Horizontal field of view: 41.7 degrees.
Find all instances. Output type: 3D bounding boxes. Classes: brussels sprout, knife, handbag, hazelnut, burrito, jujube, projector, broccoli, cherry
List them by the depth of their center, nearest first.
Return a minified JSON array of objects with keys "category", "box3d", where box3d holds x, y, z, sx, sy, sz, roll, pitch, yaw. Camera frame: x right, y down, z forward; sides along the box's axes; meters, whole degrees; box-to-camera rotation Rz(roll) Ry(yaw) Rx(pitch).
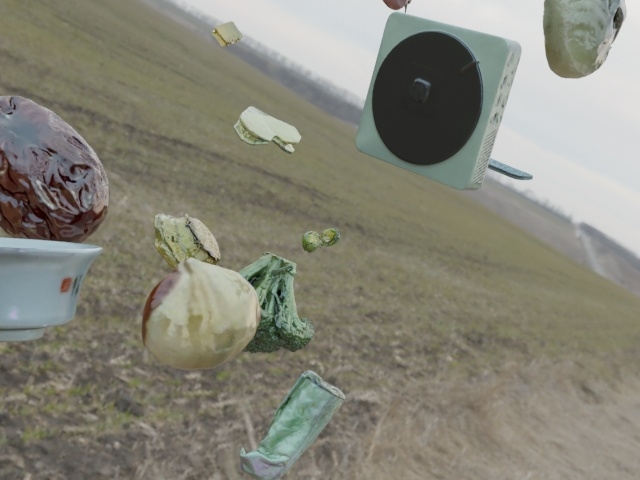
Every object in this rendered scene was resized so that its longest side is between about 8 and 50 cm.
[{"category":"projector","box3d":[0.200,-0.243,1.452,0.259,0.257,0.079,27,20,38]},{"category":"burrito","box3d":[-0.051,0.366,1.619,0.089,0.229,0.144,32,-7,36]},{"category":"knife","box3d":[0.322,-0.160,1.675,0.210,0.015,0.028,25,38,20]},{"category":"hazelnut","box3d":[-0.249,0.152,1.775,0.261,0.241,0.261,-9,5,1]},{"category":"brussels sprout","box3d":[0.001,0.000,1.820,0.083,0.046,0.051,-9,1,-2]},{"category":"jujube","box3d":[-0.660,-0.152,1.938,0.377,0.276,0.276,47,8,-5]},{"category":"cherry","box3d":[0.206,-0.686,2.298,0.126,0.106,0.087,26,-24,-17]},{"category":"broccoli","box3d":[-0.162,0.176,2.313,0.304,0.283,0.321,23,-5,42]},{"category":"handbag","box3d":[-0.268,-0.597,2.427,0.083,0.027,0.061,-34,86,-44]}]

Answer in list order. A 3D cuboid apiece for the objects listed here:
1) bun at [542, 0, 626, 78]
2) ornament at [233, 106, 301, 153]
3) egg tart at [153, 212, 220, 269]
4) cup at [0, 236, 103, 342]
[{"category":"bun","box3d":[0.594,-0.502,1.897,0.168,0.273,0.273,7,-3,31]},{"category":"ornament","box3d":[-0.164,-0.322,2.363,0.201,0.059,0.180,7,39,-45]},{"category":"egg tart","box3d":[-0.331,0.016,2.151,0.241,0.106,0.241,52,12,-16]},{"category":"cup","box3d":[-0.548,0.079,1.405,0.347,0.163,0.347,5,0,0]}]
